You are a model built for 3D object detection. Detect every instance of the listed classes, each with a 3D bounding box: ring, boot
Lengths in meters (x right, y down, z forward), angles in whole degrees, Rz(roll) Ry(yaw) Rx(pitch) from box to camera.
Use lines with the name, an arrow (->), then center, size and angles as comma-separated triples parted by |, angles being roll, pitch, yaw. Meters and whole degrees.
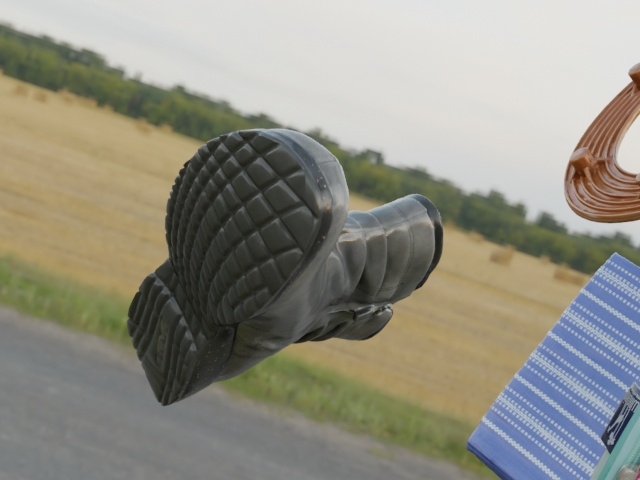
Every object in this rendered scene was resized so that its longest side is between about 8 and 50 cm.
ring -> 0.359, -0.139, 1.284 | 0.032, 0.336, 0.336 | 51, -8, -18
boot -> 0.000, 0.000, 1.027 | 0.223, 0.118, 0.338 | -16, -16, -28

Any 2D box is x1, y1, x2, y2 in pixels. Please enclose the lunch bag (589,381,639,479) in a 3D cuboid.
lunch bag -> 0.242, 0.163, 0.914 | 0.108, 0.224, 0.279 | 33, 17, 22

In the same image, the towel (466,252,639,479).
towel -> 0.365, 0.203, 1.806 | 0.243, 0.336, 0.040 | 37, -2, 41
